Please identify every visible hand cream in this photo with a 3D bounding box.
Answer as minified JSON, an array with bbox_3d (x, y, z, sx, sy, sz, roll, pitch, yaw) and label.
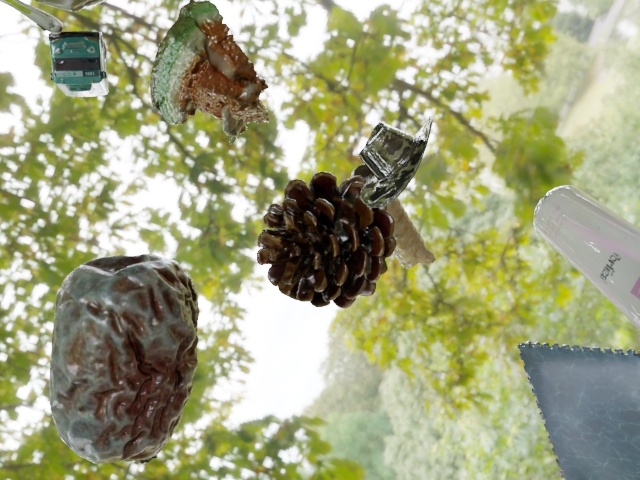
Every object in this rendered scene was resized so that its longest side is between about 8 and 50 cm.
[{"bbox_3d":[0.555,0.031,1.628,0.117,0.359,0.186,-2,-54,-37],"label":"hand cream"}]

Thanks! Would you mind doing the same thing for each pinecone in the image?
[{"bbox_3d":[0.000,0.000,1.215,0.208,0.207,0.208,21,-90,-86],"label":"pinecone"}]

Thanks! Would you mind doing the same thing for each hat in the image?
[{"bbox_3d":[0.068,-0.087,0.843,0.121,0.050,0.121,-53,10,14],"label":"hat"}]

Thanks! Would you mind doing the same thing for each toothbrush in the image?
[{"bbox_3d":[-0.424,-0.320,1.087,0.026,0.262,0.022,-10,-52,-65],"label":"toothbrush"}]

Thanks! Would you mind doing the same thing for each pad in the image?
[{"bbox_3d":[0.408,0.270,1.228,0.012,0.269,0.269,-24,6,-26],"label":"pad"}]

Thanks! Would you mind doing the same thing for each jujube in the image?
[{"bbox_3d":[-0.293,0.174,1.285,0.226,0.225,0.317,-53,-29,-74],"label":"jujube"}]

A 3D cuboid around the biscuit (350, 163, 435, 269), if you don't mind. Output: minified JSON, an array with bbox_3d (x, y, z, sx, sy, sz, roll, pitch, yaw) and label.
[{"bbox_3d":[0.116,-0.033,1.375,0.219,0.061,0.055,55,-136,-36],"label":"biscuit"}]

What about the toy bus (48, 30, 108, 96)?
[{"bbox_3d":[-0.363,-0.264,1.302,0.160,0.079,0.092,-170,76,-79],"label":"toy bus"}]

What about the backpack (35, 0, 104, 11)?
[{"bbox_3d":[-0.160,-0.292,0.697,0.253,0.207,0.140,-41,-39,-22],"label":"backpack"}]

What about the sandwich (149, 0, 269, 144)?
[{"bbox_3d":[-0.155,-0.233,1.242,0.109,0.159,0.185,-50,-14,-34],"label":"sandwich"}]
